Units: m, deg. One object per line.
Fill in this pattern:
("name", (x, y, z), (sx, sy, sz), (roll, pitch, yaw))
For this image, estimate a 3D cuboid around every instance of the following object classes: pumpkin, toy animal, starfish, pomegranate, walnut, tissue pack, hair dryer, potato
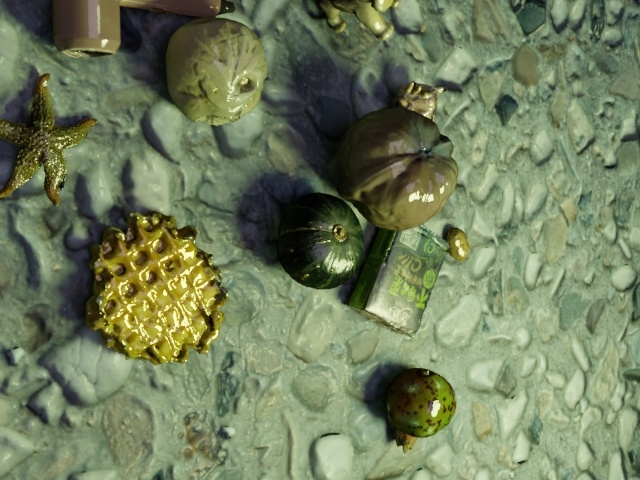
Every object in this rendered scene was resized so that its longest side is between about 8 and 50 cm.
("pumpkin", (0.000, 0.001, 1.473), (0.190, 0.146, 0.190), (-2, 94, -34))
("toy animal", (0.075, -0.475, 1.442), (0.169, 0.233, 0.121), (31, 81, -42))
("starfish", (-0.455, -0.163, 1.196), (0.176, 0.053, 0.208), (23, 75, -25))
("pomegranate", (0.211, 0.373, 1.668), (0.159, 0.159, 0.205), (-4, 122, -36))
("walnut", (0.145, -0.141, 1.516), (0.248, 0.248, 0.248), (-4, 96, -36))
("tissue pack", (0.173, 0.072, 1.651), (0.173, 0.073, 0.235), (30, 77, -34))
("hair dryer", (-0.279, -0.396, 1.274), (0.344, 0.107, 0.189), (-6, 98, -42))
("potato", (0.319, 0.008, 1.772), (0.051, 0.040, 0.083), (-24, 107, -19))

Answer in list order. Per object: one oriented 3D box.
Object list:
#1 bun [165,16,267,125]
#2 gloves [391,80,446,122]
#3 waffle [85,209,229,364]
("bun", (-0.171, -0.284, 1.314), (0.178, 0.128, 0.193), (-20, 124, -45))
("gloves", (0.206, -0.275, 1.633), (0.111, 0.094, 0.144), (4, 115, -13))
("waffle", (-0.279, 0.086, 1.332), (0.281, 0.060, 0.262), (17, 84, -36))
